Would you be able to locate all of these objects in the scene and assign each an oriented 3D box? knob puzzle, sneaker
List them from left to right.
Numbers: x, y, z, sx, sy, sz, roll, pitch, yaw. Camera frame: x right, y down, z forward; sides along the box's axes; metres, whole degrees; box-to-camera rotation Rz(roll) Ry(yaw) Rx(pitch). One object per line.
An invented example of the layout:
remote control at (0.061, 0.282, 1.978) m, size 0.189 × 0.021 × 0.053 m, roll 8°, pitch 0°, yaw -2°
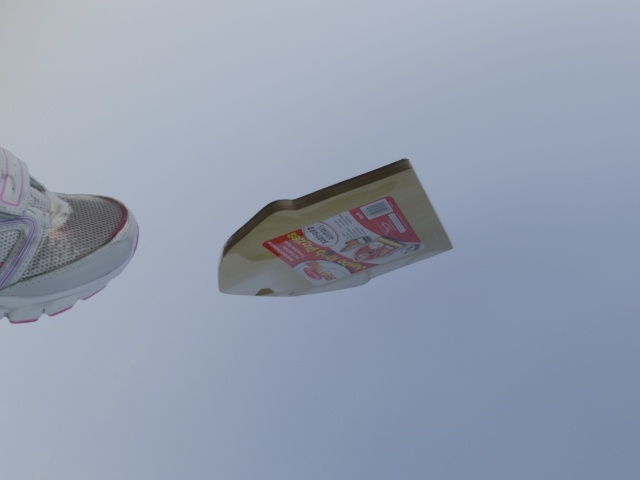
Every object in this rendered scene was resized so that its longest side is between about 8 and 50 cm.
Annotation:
sneaker at (-0.216, -0.026, 0.360) m, size 0.103 × 0.252 × 0.111 m, roll 43°, pitch -62°, yaw 42°
knob puzzle at (0.000, 0.000, 0.534) m, size 0.213 × 0.213 × 0.030 m, roll -28°, pitch -118°, yaw 29°
